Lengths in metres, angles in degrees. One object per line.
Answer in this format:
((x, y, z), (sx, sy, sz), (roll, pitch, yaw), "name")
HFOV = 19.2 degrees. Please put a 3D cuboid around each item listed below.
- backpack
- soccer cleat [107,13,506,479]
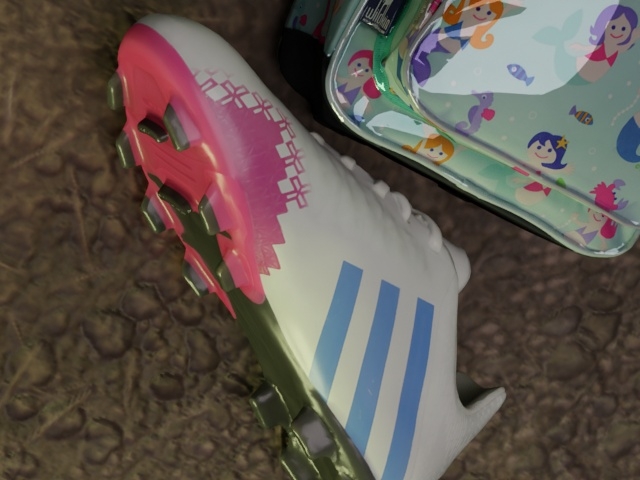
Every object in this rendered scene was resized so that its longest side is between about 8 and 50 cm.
((0.126, -0.139, 0.993), (0.225, 0.191, 0.253), (27, 91, -24), "backpack")
((0.000, 0.000, 1.037), (0.143, 0.116, 0.331), (-35, 121, -18), "soccer cleat")
